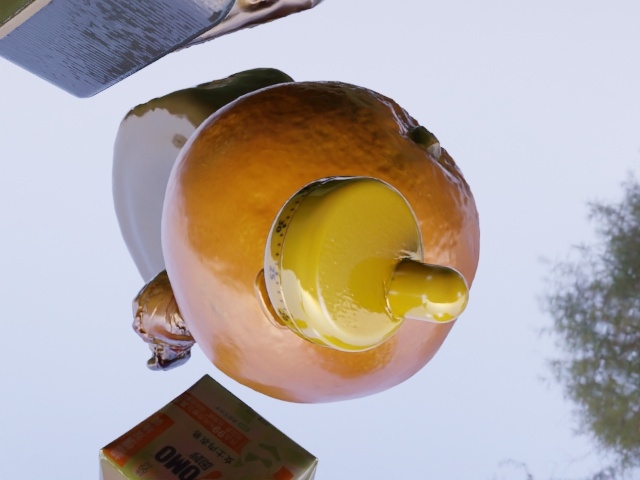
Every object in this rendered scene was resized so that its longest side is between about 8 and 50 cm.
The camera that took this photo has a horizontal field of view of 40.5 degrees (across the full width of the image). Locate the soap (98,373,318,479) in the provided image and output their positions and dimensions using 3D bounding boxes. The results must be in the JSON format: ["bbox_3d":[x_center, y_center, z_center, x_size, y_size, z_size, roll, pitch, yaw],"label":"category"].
[{"bbox_3d":[-0.133,0.292,1.018,0.199,0.138,0.182,32,-138,23],"label":"soap"}]

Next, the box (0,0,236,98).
[{"bbox_3d":[-0.132,-0.188,0.574,0.201,0.090,0.145,-16,-125,43],"label":"box"}]

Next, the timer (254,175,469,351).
[{"bbox_3d":[0.023,0.015,0.514,0.107,0.107,0.109,-24,-161,-39],"label":"timer"}]

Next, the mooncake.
[{"bbox_3d":[-0.147,-0.056,1.485,0.262,0.467,0.467,-20,-141,-40],"label":"mooncake"}]

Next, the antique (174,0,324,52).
[{"bbox_3d":[-0.092,-0.267,0.832,0.284,0.125,0.150,-9,-156,27],"label":"antique"}]

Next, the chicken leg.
[{"bbox_3d":[-0.173,0.100,1.026,0.107,0.251,0.087,0,-113,-15],"label":"chicken leg"}]

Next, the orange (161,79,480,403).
[{"bbox_3d":[0.000,0.000,0.825,0.312,0.312,0.312,3,-149,-2],"label":"orange"}]
